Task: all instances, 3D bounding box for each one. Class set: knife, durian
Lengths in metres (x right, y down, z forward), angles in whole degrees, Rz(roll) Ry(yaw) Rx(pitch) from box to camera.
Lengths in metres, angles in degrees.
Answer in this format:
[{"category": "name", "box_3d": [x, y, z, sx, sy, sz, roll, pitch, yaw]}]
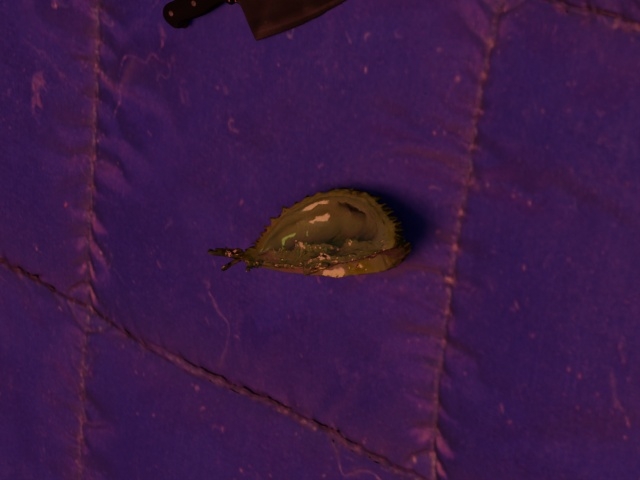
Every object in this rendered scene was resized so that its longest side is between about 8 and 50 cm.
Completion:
[{"category": "knife", "box_3d": [-0.056, -0.228, 1.493, 0.245, 0.019, 0.072, -14, 98, 42]}, {"category": "durian", "box_3d": [0.000, 0.000, 1.476, 0.215, 0.100, 0.086, -6, 99, 36]}]
